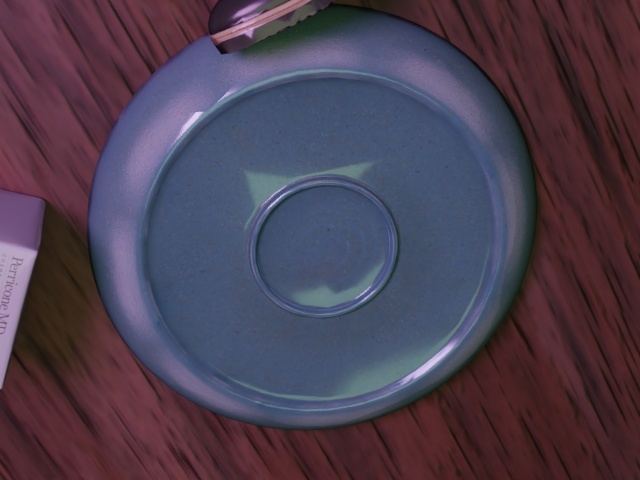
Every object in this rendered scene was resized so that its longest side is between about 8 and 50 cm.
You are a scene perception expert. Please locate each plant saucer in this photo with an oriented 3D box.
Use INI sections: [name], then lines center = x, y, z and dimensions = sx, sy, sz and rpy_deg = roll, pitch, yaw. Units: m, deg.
[plant saucer]
center = 0.000, 0.000, 0.839
dimensions = 0.318, 0.043, 0.317
rpy_deg = -3, 112, -7

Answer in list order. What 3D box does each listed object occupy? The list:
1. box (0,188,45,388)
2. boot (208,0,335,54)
[box]
center = -0.231, 0.024, 0.782
dimensions = 0.087, 0.102, 0.101
rpy_deg = 14, 108, -15
[boot]
center = -0.014, -0.216, 0.738
dimensions = 0.198, 0.077, 0.137
rpy_deg = -38, 108, -10
